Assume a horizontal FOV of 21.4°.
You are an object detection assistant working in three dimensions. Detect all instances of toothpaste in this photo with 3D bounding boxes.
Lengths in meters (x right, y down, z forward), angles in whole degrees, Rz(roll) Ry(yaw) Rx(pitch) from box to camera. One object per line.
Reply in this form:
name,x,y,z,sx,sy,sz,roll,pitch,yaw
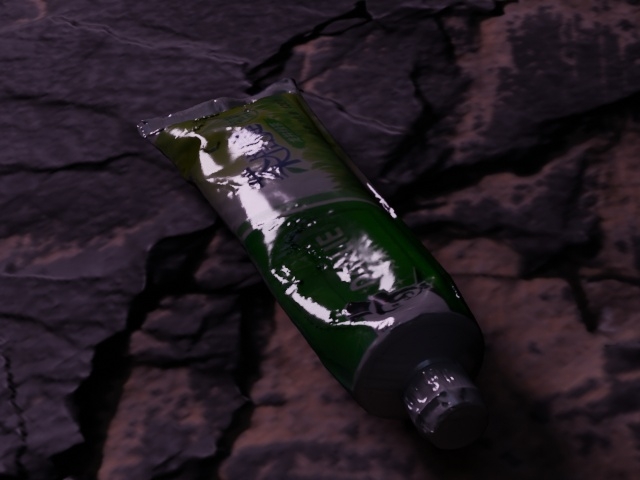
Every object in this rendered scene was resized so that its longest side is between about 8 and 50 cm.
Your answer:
toothpaste,0.000,0.000,0.665,0.078,0.047,0.248,-18,37,-15
